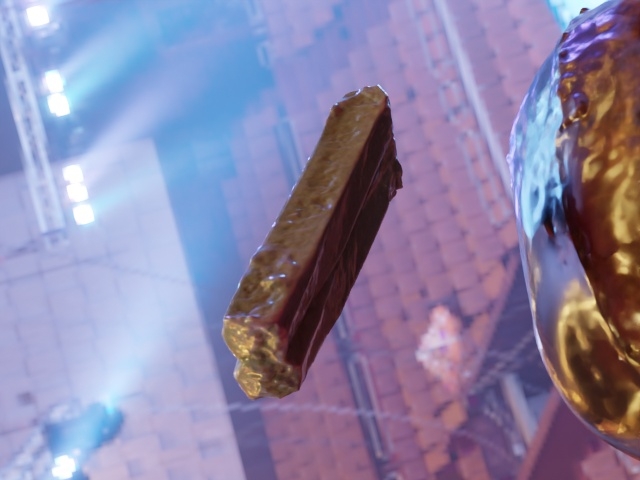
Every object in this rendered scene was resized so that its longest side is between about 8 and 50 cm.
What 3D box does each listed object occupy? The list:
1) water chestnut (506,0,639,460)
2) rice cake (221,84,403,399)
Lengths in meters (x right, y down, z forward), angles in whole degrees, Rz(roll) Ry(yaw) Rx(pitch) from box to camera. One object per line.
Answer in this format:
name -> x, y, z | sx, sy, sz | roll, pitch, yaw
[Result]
water chestnut -> 0.291, -0.012, 0.959 | 0.350, 0.302, 0.350 | 25, -128, -38
rice cake -> 0.000, 0.000, 0.898 | 0.226, 0.040, 0.085 | -63, -27, -44
